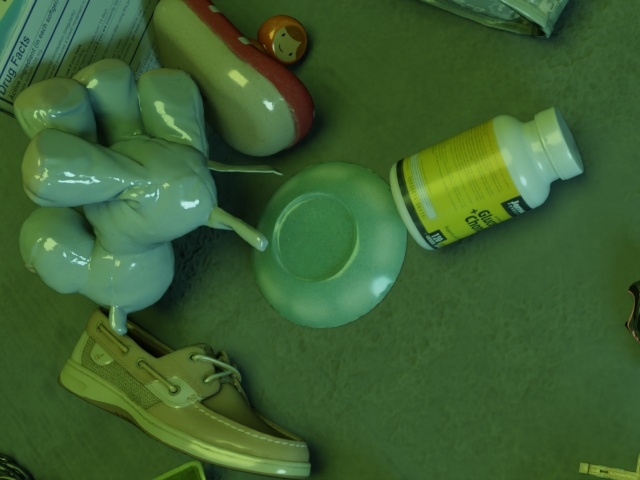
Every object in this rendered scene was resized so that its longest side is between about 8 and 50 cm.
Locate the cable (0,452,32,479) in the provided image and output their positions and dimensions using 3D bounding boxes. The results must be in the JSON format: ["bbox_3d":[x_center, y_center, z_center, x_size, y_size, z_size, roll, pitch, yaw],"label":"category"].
[{"bbox_3d":[-0.398,0.345,1.522,0.150,0.047,0.184,-47,67,14],"label":"cable"}]

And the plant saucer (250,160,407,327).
[{"bbox_3d":[0.000,0.000,1.417,0.195,0.037,0.195,-6,75,25],"label":"plant saucer"}]

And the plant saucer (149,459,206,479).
[{"bbox_3d":[-0.174,0.365,1.403,0.188,0.045,0.188,-27,67,17],"label":"plant saucer"}]

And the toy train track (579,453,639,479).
[{"bbox_3d":[0.292,0.228,1.231,0.083,0.014,0.048,6,80,27],"label":"toy train track"}]

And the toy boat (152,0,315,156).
[{"bbox_3d":[-0.080,-0.209,1.469,0.151,0.151,0.231,-33,61,-17],"label":"toy boat"}]

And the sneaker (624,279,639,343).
[{"bbox_3d":[0.326,0.090,1.239,0.057,0.047,0.119,-15,68,42],"label":"sneaker"}]

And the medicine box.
[{"bbox_3d":[-0.295,-0.259,1.481,0.149,0.289,0.263,23,88,28],"label":"medicine box"}]

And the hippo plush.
[{"bbox_3d":[-0.212,-0.045,1.417,0.294,0.236,0.234,18,45,-7],"label":"hippo plush"}]

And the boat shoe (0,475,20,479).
[{"bbox_3d":[-0.332,0.345,1.423,0.075,0.065,0.206,-50,62,14],"label":"boat shoe"}]

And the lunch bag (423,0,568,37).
[{"bbox_3d":[0.170,-0.370,1.360,0.287,0.169,0.235,24,85,21],"label":"lunch bag"}]

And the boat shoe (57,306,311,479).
[{"bbox_3d":[-0.148,0.166,1.398,0.341,0.121,0.110,20,87,30],"label":"boat shoe"}]

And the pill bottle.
[{"bbox_3d":[0.172,-0.068,1.313,0.184,0.103,0.103,-24,68,19],"label":"pill bottle"}]
